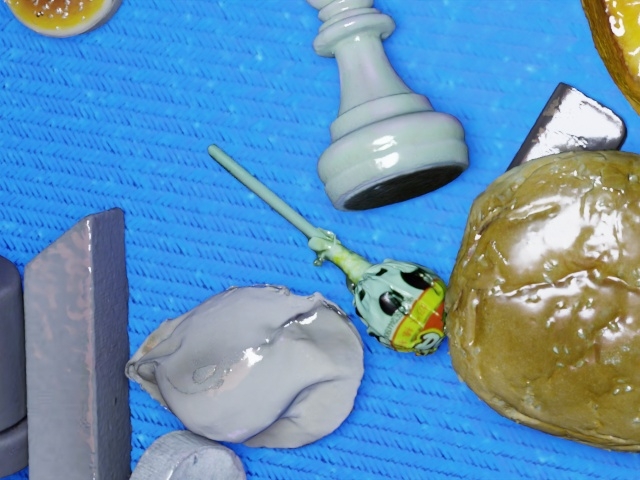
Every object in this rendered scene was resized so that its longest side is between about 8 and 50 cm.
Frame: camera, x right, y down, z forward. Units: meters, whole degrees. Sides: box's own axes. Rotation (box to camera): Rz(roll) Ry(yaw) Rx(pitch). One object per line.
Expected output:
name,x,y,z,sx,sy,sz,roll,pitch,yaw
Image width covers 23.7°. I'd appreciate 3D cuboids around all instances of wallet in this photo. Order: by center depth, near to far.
wallet,0.213,-0.061,1.402,0.082,0.018,0.157,34,103,11

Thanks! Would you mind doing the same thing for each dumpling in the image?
dumpling,-0.065,0.137,1.461,0.247,0.142,0.172,-15,122,28

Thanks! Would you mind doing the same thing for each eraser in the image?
eraser,-0.240,0.144,1.510,0.077,0.111,0.353,1,96,12

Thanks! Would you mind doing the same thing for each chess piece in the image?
chess piece,0.036,-0.172,1.405,0.139,0.139,0.272,-21,77,18

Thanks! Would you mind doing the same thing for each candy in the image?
candy,0.000,0.000,1.448,0.305,0.091,0.083,39,107,17

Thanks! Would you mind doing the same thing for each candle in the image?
candle,-0.139,0.291,1.483,0.192,0.168,0.068,-51,34,-17

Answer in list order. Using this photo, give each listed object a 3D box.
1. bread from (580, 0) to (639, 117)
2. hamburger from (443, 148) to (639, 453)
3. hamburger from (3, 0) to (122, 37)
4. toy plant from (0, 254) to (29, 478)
bread,0.352,-0.225,1.261,0.312,0.172,0.312,2,95,19
hamburger,0.254,0.056,1.330,0.284,0.134,0.266,14,97,11
hamburger,-0.246,-0.265,1.486,0.141,0.081,0.127,-35,84,6
toy plant,-0.382,0.212,1.535,0.279,0.185,0.400,14,114,22
